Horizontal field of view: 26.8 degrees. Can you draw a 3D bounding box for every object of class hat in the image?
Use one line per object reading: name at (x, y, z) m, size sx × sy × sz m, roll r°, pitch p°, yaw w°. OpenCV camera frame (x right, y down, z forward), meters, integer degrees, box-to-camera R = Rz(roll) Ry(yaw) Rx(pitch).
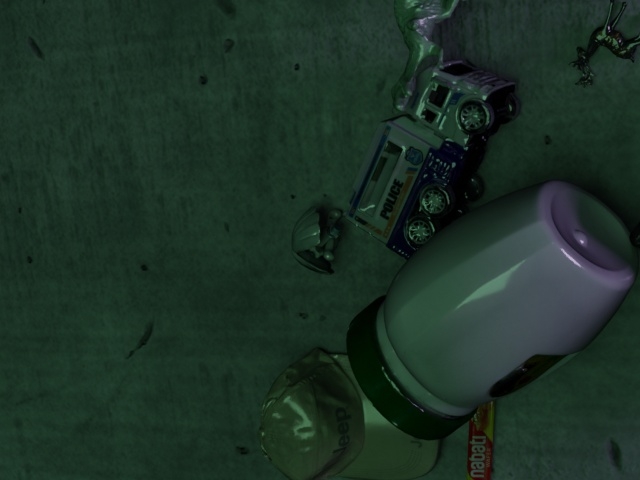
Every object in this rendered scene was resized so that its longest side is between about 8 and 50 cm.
hat at (0.041, 0.279, 1.988) m, size 0.244 × 0.149 × 0.214 m, roll 2°, pitch 105°, yaw 35°

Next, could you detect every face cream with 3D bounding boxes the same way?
face cream at (0.222, 0.086, 1.751) m, size 0.357 × 0.312 × 0.219 m, roll -41°, pitch 66°, yaw 33°

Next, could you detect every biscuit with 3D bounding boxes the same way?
biscuit at (0.234, 0.266, 1.953) m, size 0.048 × 0.026 × 0.292 m, roll 2°, pitch 105°, yaw 4°

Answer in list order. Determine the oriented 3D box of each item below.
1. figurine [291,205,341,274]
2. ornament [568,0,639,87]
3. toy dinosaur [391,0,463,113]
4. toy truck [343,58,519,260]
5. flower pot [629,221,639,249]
figurine at (0.000, 0.000, 1.951) m, size 0.082 × 0.094 × 0.086 m, roll 19°, pitch 113°, yaw -24°
ornament at (0.376, -0.249, 1.751) m, size 0.073 × 0.028 × 0.125 m, roll 37°, pitch 113°, yaw 12°
toy dinosaur at (0.144, -0.356, 1.745) m, size 0.129 × 0.076 × 0.383 m, roll -6°, pitch 74°, yaw 53°
toy truck at (0.149, -0.120, 1.834) m, size 0.155 × 0.124 × 0.268 m, roll 31°, pitch 116°, yaw 19°
flower pot at (0.534, 0.039, 1.639) m, size 0.266 × 0.266 × 0.267 m, roll -44°, pitch 75°, yaw 27°
